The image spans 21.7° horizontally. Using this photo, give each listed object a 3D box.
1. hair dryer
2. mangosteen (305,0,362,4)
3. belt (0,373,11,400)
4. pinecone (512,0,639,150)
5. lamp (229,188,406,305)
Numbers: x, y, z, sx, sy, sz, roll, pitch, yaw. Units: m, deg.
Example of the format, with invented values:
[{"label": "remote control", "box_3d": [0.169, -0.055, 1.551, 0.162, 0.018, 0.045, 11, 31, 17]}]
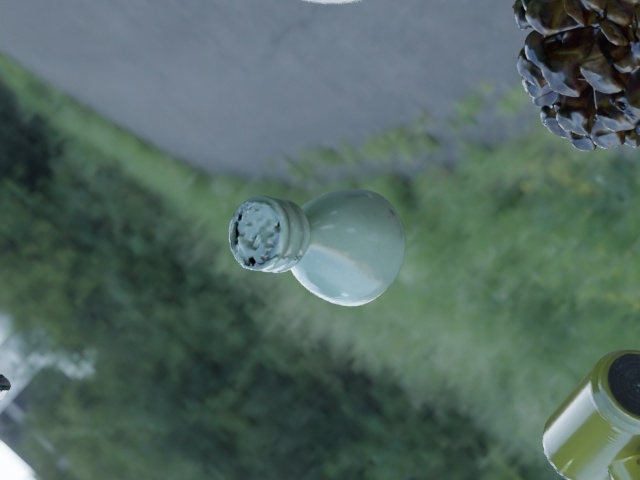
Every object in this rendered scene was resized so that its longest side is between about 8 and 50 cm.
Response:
[{"label": "hair dryer", "box_3d": [0.311, 0.243, 1.524, 0.279, 0.090, 0.135, 64, 152, 24]}, {"label": "mangosteen", "box_3d": [0.019, -0.312, 1.466, 0.243, 0.243, 0.243, 43, 180, 0]}, {"label": "belt", "box_3d": [-0.410, 0.159, 1.680, 0.122, 0.128, 0.218, 35, 177, 19]}, {"label": "pinecone", "box_3d": [0.211, -0.138, 1.184, 0.173, 0.173, 0.173, 43, 180, 0]}, {"label": "lamp", "box_3d": [0.000, 0.000, 1.458, 0.106, 0.106, 0.193, 43, -162, 32]}]
